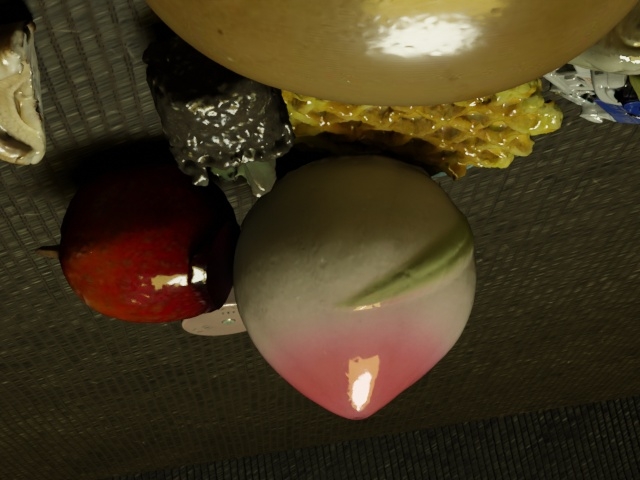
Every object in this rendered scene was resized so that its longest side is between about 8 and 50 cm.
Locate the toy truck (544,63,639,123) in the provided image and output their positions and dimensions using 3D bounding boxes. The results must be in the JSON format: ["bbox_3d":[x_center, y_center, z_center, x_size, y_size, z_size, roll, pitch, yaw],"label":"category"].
[{"bbox_3d":[0.328,-0.194,1.198,0.177,0.161,0.213,5,170,35],"label":"toy truck"}]

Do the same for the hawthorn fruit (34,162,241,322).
[{"bbox_3d":[-0.218,0.009,1.359,0.250,0.215,0.215,-11,158,-2],"label":"hawthorn fruit"}]

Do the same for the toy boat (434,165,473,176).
[{"bbox_3d":[0.161,-0.098,1.483,0.122,0.034,0.096,5,160,-36],"label":"toy boat"}]

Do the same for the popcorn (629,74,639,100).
[{"bbox_3d":[0.444,-0.181,0.959,0.294,0.292,0.334,-24,158,-51],"label":"popcorn"}]

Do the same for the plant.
[{"bbox_3d":[-0.100,-0.135,1.154,0.131,0.142,0.203,-21,148,4],"label":"plant"}]

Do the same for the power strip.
[{"bbox_3d":[-0.151,0.094,1.766,0.154,0.078,0.154,-9,159,-4],"label":"power strip"}]

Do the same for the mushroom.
[{"bbox_3d":[-0.315,-0.149,1.096,0.094,0.072,0.209,-8,155,-10],"label":"mushroom"}]

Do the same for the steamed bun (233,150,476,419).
[{"bbox_3d":[0.043,0.073,1.329,0.310,0.309,0.309,-9,158,-3],"label":"steamed bun"}]

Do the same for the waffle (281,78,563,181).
[{"bbox_3d":[0.108,-0.145,1.263,0.325,0.068,0.302,-4,161,5],"label":"waffle"}]

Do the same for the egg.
[{"bbox_3d":[0.047,-0.238,0.726,0.374,0.301,0.301,1,159,4],"label":"egg"}]

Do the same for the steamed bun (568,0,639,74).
[{"bbox_3d":[0.251,-0.222,0.871,0.144,0.211,0.218,22,-175,-40],"label":"steamed bun"}]
